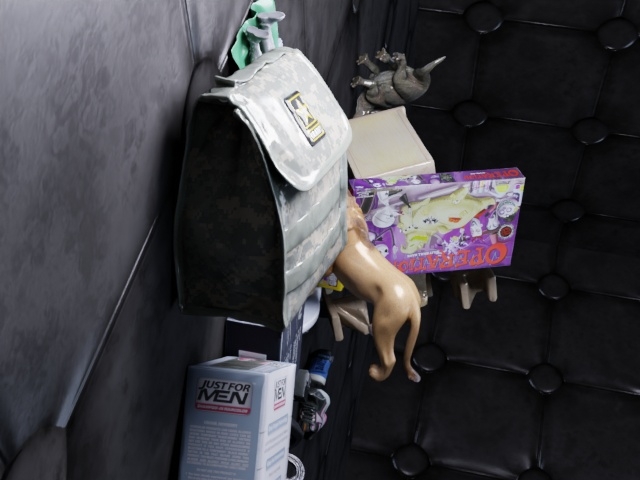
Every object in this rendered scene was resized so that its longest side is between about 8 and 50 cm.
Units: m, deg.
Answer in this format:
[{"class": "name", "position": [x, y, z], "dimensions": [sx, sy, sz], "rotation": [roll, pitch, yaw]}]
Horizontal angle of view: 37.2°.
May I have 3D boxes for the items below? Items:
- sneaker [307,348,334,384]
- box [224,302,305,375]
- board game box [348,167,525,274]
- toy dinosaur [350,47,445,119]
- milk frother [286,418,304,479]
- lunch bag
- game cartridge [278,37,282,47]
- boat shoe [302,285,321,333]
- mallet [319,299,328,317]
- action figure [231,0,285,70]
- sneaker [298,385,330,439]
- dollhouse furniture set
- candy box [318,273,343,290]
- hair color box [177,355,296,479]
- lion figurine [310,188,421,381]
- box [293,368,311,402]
[{"class": "sneaker", "position": [-0.004, 0.299, 2.279], "dimensions": [0.152, 0.058, 0.085], "rotation": [70, 36, -81]}, {"class": "box", "position": [-0.087, 0.166, 1.495], "dimensions": [0.158, 0.093, 0.156], "rotation": [-58, 156, -66]}, {"class": "board game box", "position": [0.220, -0.032, 1.872], "dimensions": [0.056, 0.346, 0.208], "rotation": [-110, -161, -52]}, {"class": "toy dinosaur", "position": [0.178, -0.374, 2.264], "dimensions": [0.160, 0.313, 0.121], "rotation": [41, 37, -35]}, {"class": "milk frother", "position": [-0.083, 0.351, 1.486], "dimensions": [0.135, 0.129, 0.143], "rotation": [65, 12, -60]}, {"class": "lunch bag", "position": [-0.064, -0.077, 1.148], "dimensions": [0.235, 0.168, 0.287], "rotation": [-52, 146, -60]}, {"class": "game cartridge", "position": [-0.072, -0.256, 1.400], "dimensions": [0.083, 0.017, 0.056], "rotation": [-68, 161, -54]}, {"class": "boat shoe", "position": [-0.041, 0.145, 1.853], "dimensions": [0.228, 0.080, 0.076], "rotation": [-79, 174, -68]}, {"class": "mallet", "position": [0.004, 0.112, 2.245], "dimensions": [0.190, 0.062, 0.039], "rotation": [-93, -174, -51]}, {"class": "action figure", "position": [-0.071, -0.200, 1.311], "dimensions": [0.232, 0.063, 0.137], "rotation": [86, 27, -45]}, {"class": "sneaker", "position": [-0.021, 0.419, 2.286], "dimensions": [0.178, 0.071, 0.077], "rotation": [83, 29, -45]}, {"class": "dollhouse furniture set", "position": [0.152, -0.042, 2.033], "dimensions": [0.256, 0.361, 0.394], "rotation": [-109, -175, -55]}, {"class": "candy box", "position": [0.000, 0.000, 1.842], "dimensions": [0.027, 0.105, 0.206], "rotation": [-56, 155, -53]}, {"class": "hair color box", "position": [-0.120, 0.356, 1.313], "dimensions": [0.185, 0.113, 0.375], "rotation": [18, 78, -79]}, {"class": "lion figurine", "position": [0.078, 0.064, 1.718], "dimensions": [0.142, 0.392, 0.240], "rotation": [-38, 164, -48]}, {"class": "box", "position": [-0.064, 0.267, 1.779], "dimensions": [0.062, 0.083, 0.052], "rotation": [76, 23, -68]}]
